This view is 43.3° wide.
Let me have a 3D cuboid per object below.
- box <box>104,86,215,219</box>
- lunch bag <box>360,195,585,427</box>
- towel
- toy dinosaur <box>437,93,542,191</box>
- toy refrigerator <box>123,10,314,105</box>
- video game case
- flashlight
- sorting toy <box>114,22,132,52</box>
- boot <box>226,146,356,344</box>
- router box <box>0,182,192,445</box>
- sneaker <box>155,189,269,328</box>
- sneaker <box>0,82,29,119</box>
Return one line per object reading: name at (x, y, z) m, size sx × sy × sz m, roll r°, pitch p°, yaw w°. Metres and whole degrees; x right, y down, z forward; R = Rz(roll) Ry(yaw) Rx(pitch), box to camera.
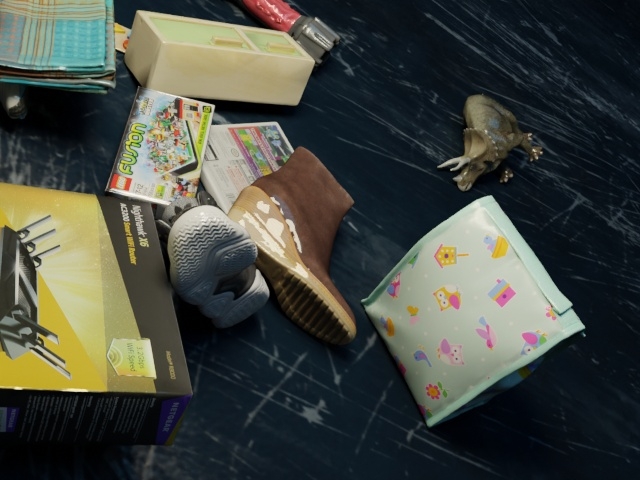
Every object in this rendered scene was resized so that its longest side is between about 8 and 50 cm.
box at (-0.216, -0.118, 1.101) m, size 0.114 × 0.036 × 0.207 m, roll 12°, pitch 49°, yaw -10°
lunch bag at (0.211, 0.094, 1.098) m, size 0.160 × 0.262 × 0.223 m, roll -10°, pitch 62°, yaw -41°
towel at (-0.413, -0.329, 1.069) m, size 0.271 × 0.040 × 0.370 m, roll 2°, pitch 46°, yaw -17°
toy dinosaur at (0.329, -0.218, 1.553) m, size 0.160 × 0.121 × 0.313 m, roll 35°, pitch 45°, yaw -28°
toy refrigerator at (-0.151, -0.281, 1.245) m, size 0.269 × 0.094 × 0.102 m, roll -2°, pitch 40°, yaw -38°
video game case at (-0.095, -0.091, 1.203) m, size 0.183 × 0.023 × 0.201 m, roll -11°, pitch 62°, yaw -41°
flashlight at (-0.103, -0.423, 1.411) m, size 0.304 × 0.103 × 0.103 m, roll 39°, pitch 41°, yaw -3°
sorting toy at (-0.303, -0.301, 1.226) m, size 0.062 × 0.012 × 0.083 m, roll 25°, pitch 44°, yaw -19°
boot at (0.000, 0.000, 1.122) m, size 0.248 × 0.090 × 0.207 m, roll 47°, pitch 49°, yaw -3°
router box at (-0.279, 0.063, 0.818) m, size 0.243 × 0.081 × 0.309 m, roll 7°, pitch 35°, yaw -27°
sneaker at (-0.145, 0.000, 0.947) m, size 0.101 × 0.268 × 0.153 m, roll -33°, pitch 67°, yaw -8°
sneaker at (-0.426, -0.226, 1.042) m, size 0.083 × 0.071 × 0.190 m, roll -5°, pitch 51°, yaw -32°
